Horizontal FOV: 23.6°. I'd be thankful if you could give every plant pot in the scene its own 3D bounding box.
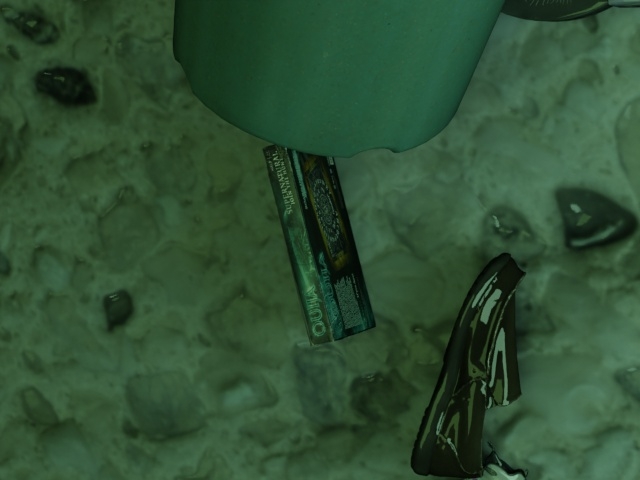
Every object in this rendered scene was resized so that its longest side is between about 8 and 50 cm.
[{"bbox_3d":[0.031,-0.268,1.208,0.341,0.341,0.334,29,133,16],"label":"plant pot"}]

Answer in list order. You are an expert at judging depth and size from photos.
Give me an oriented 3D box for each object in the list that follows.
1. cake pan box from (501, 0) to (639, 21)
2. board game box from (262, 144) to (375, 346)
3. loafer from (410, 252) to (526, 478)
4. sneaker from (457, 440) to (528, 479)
[{"bbox_3d":[0.208,-0.327,1.362,0.246,0.070,0.266,3,95,22],"label":"cake pan box"},{"bbox_3d":[0.000,0.000,1.425,0.026,0.126,0.186,-15,88,20],"label":"board game box"},{"bbox_3d":[0.150,0.119,1.407,0.078,0.080,0.220,19,98,7],"label":"loafer"},{"bbox_3d":[0.147,0.220,1.435,0.098,0.038,0.069,8,94,10],"label":"sneaker"}]
